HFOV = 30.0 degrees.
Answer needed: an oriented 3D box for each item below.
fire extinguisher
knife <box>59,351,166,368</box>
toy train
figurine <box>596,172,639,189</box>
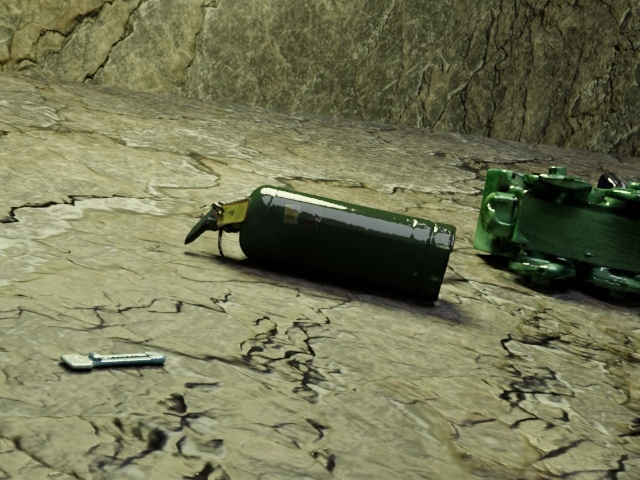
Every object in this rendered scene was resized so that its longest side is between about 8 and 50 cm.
[{"bbox_3d":[0.000,0.000,1.436,0.311,0.114,0.095,14,-27,4],"label":"fire extinguisher"},{"bbox_3d":[-0.172,0.099,1.003,0.096,0.010,0.027,2,16,-39],"label":"knife"},{"bbox_3d":[0.365,-0.013,1.713,0.299,0.167,0.238,12,2,-7],"label":"toy train"},{"bbox_3d":[0.614,-0.017,1.932,0.332,0.185,0.204,-2,32,-21],"label":"figurine"}]
